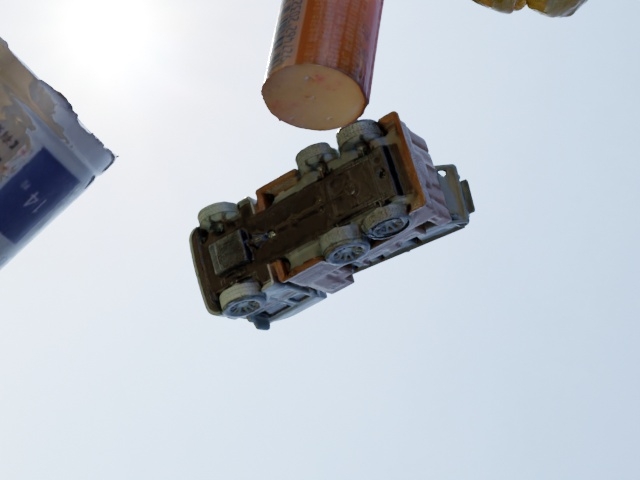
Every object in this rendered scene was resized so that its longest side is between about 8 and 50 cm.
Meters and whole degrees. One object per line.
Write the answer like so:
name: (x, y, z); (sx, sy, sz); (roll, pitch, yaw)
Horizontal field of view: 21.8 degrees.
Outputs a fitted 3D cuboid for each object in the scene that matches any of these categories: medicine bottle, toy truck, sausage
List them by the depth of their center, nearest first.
medicine bottle: (-0.357, -0.026, 1.432); (0.190, 0.332, 0.190); (46, -4, 4)
sausage: (0.015, -0.241, 1.498); (0.093, 0.093, 0.312); (116, -14, -52)
toy truck: (0.000, 0.000, 1.916); (0.338, 0.184, 0.133); (-29, -118, 24)

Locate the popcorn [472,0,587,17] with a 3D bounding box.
popcorn: (0.170, -0.263, 1.379); (0.152, 0.148, 0.167); (-20, -100, 61)
